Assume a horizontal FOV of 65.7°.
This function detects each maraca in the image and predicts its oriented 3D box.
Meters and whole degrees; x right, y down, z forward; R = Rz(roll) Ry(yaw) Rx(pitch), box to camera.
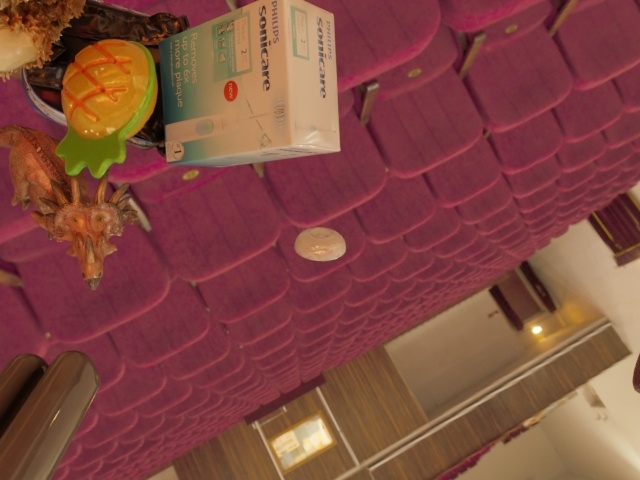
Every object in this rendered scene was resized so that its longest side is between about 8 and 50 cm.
[{"bbox_3d":[-0.266,-0.165,0.614,0.127,0.186,0.099,7,167,24],"label":"maraca"}]

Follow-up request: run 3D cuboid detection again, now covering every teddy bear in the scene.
[{"bbox_3d":[-0.349,-0.348,0.601,0.113,0.338,0.245,12,159,-6],"label":"teddy bear"}]

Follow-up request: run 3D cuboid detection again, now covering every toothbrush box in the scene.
[{"bbox_3d":[-0.122,-0.240,0.813,0.295,0.216,0.126,1,-174,37],"label":"toothbrush box"}]

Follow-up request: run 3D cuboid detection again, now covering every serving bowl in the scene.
[{"bbox_3d":[0.000,0.000,0.788,0.083,0.083,0.027,-19,127,-35],"label":"serving bowl"}]

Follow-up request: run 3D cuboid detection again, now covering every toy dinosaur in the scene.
[{"bbox_3d":[-0.362,-0.078,0.681,0.127,0.296,0.200,-45,-172,-19],"label":"toy dinosaur"}]

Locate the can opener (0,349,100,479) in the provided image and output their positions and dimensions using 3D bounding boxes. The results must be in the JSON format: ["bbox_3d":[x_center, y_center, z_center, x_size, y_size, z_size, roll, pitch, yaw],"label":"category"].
[{"bbox_3d":[-0.206,0.156,0.258,0.074,0.093,0.280,-3,-153,6],"label":"can opener"}]

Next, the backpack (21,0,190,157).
[{"bbox_3d":[-0.403,-0.311,0.919,0.263,0.276,0.213,14,170,-39],"label":"backpack"}]

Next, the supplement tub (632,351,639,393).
[{"bbox_3d":[0.295,0.106,0.277,0.106,0.198,0.106,-47,153,-33],"label":"supplement tub"}]
